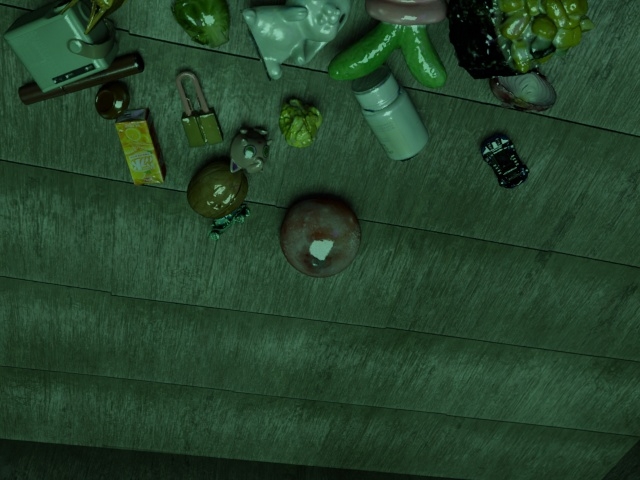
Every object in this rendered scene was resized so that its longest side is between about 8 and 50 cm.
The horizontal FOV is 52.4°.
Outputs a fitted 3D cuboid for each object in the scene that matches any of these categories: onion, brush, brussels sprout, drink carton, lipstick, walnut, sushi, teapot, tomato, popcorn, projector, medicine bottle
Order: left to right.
[{"bbox_3d":[-0.655,-0.517,1.680,0.243,0.163,0.177,-15,130,14],"label":"projector"},{"bbox_3d":[-0.662,-0.447,1.803,0.357,0.057,0.057,-13,129,8],"label":"lipstick"},{"bbox_3d":[-0.588,-0.393,1.848,0.129,0.078,0.098,-29,86,30],"label":"teapot"},{"bbox_3d":[-0.536,-0.277,1.945,0.096,0.071,0.222,-6,131,1],"label":"drink carton"},{"bbox_3d":[-0.361,-0.384,1.885,0.103,0.047,0.233,-10,128,4],"label":"brush"},{"bbox_3d":[-0.305,-0.588,1.691,0.139,0.100,0.181,-34,108,3],"label":"brussels sprout"},{"bbox_3d":[-0.317,-0.156,2.005,0.207,0.167,0.167,-34,124,25],"label":"walnut"},{"bbox_3d":[-0.059,-0.338,1.881,0.126,0.145,0.125,-2,124,-12],"label":"popcorn"},{"bbox_3d":[0.000,0.000,2.112,0.271,0.227,0.270,0,130,0],"label":"tomato"},{"bbox_3d":[0.201,-0.366,1.874,0.144,0.143,0.258,-25,128,16],"label":"medicine bottle"},{"bbox_3d":[0.574,-0.438,1.874,0.206,0.151,0.098,27,158,-11],"label":"onion"},{"bbox_3d":[0.506,-0.546,1.589,0.328,0.285,0.328,-14,118,-36],"label":"sushi"}]

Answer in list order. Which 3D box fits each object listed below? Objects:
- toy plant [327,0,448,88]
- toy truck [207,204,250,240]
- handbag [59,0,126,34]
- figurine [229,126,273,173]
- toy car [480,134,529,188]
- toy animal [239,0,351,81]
[{"bbox_3d":[0.190,-0.576,1.659,0.317,0.210,0.356,6,129,1],"label":"toy plant"},{"bbox_3d":[-0.312,-0.069,2.134,0.154,0.080,0.078,-32,103,21],"label":"toy truck"},{"bbox_3d":[-0.428,-0.674,1.484,0.133,0.283,0.401,38,120,-25],"label":"handbag"},{"bbox_3d":[-0.209,-0.268,1.938,0.125,0.125,0.137,6,103,-9],"label":"figurine"},{"bbox_3d":[0.583,-0.248,2.052,0.103,0.063,0.216,-29,132,19],"label":"toy car"},{"bbox_3d":[-0.065,-0.561,1.681,0.290,0.174,0.249,-6,134,-9],"label":"toy animal"}]
